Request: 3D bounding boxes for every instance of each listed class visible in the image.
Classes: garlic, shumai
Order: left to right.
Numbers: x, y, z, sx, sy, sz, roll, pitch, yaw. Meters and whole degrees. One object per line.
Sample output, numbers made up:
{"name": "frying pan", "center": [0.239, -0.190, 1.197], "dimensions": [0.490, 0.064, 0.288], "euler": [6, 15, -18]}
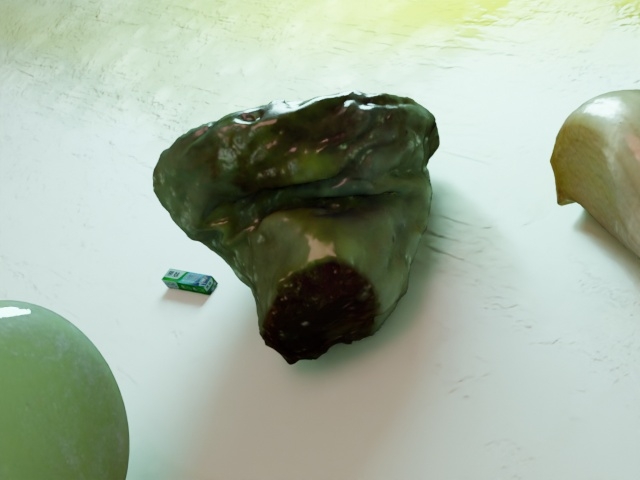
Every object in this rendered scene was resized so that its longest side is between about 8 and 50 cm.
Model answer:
{"name": "shumai", "center": [0.000, 0.000, 1.514], "dimensions": [0.309, 0.304, 0.263], "euler": [-18, 72, 22]}
{"name": "garlic", "center": [0.311, -0.053, 1.332], "dimensions": [0.164, 0.145, 0.245], "euler": [-61, 28, 22]}

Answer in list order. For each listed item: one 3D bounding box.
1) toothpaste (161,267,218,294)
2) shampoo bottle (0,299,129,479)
{"name": "toothpaste", "center": [-0.159, 0.050, 1.698], "dimensions": [0.083, 0.017, 0.020], "euler": [8, 54, 46]}
{"name": "shampoo bottle", "center": [-0.381, 0.217, 1.420], "dimensions": [0.317, 0.322, 0.322], "euler": [-21, 36, 32]}
